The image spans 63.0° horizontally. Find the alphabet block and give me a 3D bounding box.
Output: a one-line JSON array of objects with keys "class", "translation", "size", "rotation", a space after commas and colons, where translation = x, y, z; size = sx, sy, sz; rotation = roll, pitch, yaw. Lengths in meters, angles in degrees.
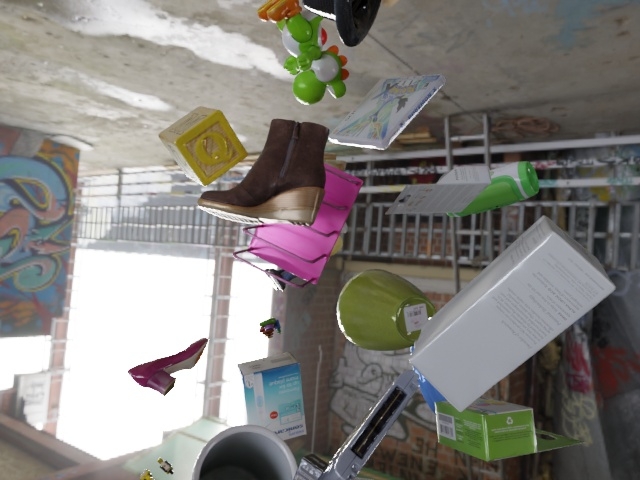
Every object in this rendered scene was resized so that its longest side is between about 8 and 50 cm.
[{"class": "alphabet block", "translation": [-0.400, -0.326, 1.780], "size": [0.197, 0.193, 0.192], "rotation": [28, 155, 55]}]

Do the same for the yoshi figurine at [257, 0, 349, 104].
[{"class": "yoshi figurine", "translation": [-0.064, -0.567, 1.631], "size": [0.203, 0.203, 0.362], "rotation": [-10, 134, 38]}]

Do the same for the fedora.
[{"class": "fedora", "translation": [0.048, -0.629, 1.233], "size": [0.153, 0.333, 0.334], "rotation": [15, 180, 15]}]

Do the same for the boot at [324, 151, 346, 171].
[{"class": "boot", "translation": [0.026, -0.171, 1.752], "size": [0.104, 0.211, 0.295], "rotation": [3, -162, -1]}]

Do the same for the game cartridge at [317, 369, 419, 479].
[{"class": "game cartridge", "translation": [0.105, 0.430, 1.164], "size": [0.060, 0.294, 0.196], "rotation": [36, 143, 16]}]

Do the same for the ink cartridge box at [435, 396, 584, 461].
[{"class": "ink cartridge box", "translation": [0.418, 0.408, 1.174], "size": [0.256, 0.096, 0.189], "rotation": [-1, 172, -20]}]

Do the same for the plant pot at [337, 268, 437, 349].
[{"class": "plant pot", "translation": [0.227, 0.227, 1.620], "size": [0.275, 0.274, 0.293], "rotation": [5, 177, -16]}]

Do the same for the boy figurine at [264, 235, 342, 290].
[{"class": "boy figurine", "translation": [-0.039, 0.056, 1.713], "size": [0.285, 0.092, 0.177], "rotation": [-35, -169, -19]}]

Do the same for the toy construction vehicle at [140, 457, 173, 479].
[{"class": "toy construction vehicle", "translation": [-0.443, 0.645, 1.426], "size": [0.098, 0.086, 0.035], "rotation": [5, 135, 48]}]

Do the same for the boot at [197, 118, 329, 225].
[{"class": "boot", "translation": [-0.110, -0.139, 1.039], "size": [0.249, 0.206, 0.090], "rotation": [6, 170, 4]}]

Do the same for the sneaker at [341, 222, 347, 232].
[{"class": "sneaker", "translation": [0.000, 0.000, 1.901], "size": [0.111, 0.252, 0.103], "rotation": [46, -171, 0]}]

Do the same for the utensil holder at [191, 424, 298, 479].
[{"class": "utensil holder", "translation": [-0.272, 0.830, 1.712], "size": [0.328, 0.327, 0.385], "rotation": [5, 141, -16]}]

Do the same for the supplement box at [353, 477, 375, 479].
[{"class": "supplement box", "translation": [0.095, 0.580, 1.196], "size": [0.099, 0.062, 0.036], "rotation": [25, 162, -37]}]

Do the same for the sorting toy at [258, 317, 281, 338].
[{"class": "sorting toy", "translation": [-0.144, 0.257, 1.509], "size": [0.061, 0.042, 0.102], "rotation": [-16, 159, -14]}]

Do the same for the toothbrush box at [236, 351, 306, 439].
[{"class": "toothbrush box", "translation": [-0.184, 0.595, 1.960], "size": [0.217, 0.295, 0.126], "rotation": [-8, -167, -18]}]

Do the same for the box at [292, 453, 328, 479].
[{"class": "box", "translation": [0.028, 0.743, 1.402], "size": [0.270, 0.216, 0.060], "rotation": [23, -178, 29]}]

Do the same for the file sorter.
[{"class": "file sorter", "translation": [-0.057, -0.055, 1.253], "size": [0.202, 0.290, 0.182], "rotation": [25, -172, 8]}]

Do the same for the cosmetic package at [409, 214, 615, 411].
[{"class": "cosmetic package", "translation": [0.375, 0.144, 1.071], "size": [0.156, 0.385, 0.217], "rotation": [43, -158, 6]}]

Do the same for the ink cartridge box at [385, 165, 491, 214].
[{"class": "ink cartridge box", "translation": [0.306, -0.131, 1.393], "size": [0.233, 0.066, 0.189], "rotation": [1, 159, -11]}]

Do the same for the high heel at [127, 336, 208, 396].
[{"class": "high heel", "translation": [-0.402, 0.316, 1.410], "size": [0.117, 0.082, 0.244], "rotation": [28, -146, 8]}]

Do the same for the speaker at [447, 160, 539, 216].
[{"class": "speaker", "translation": [0.559, -0.167, 1.741], "size": [0.297, 0.131, 0.131], "rotation": [-16, 165, 38]}]

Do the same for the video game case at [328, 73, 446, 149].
[{"class": "video game case", "translation": [0.204, -0.422, 1.697], "size": [0.036, 0.300, 0.329], "rotation": [47, 169, -30]}]

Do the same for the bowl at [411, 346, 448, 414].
[{"class": "bowl", "translation": [0.492, 0.518, 2.096], "size": [0.077, 0.390, 0.391], "rotation": [-24, 163, 29]}]
